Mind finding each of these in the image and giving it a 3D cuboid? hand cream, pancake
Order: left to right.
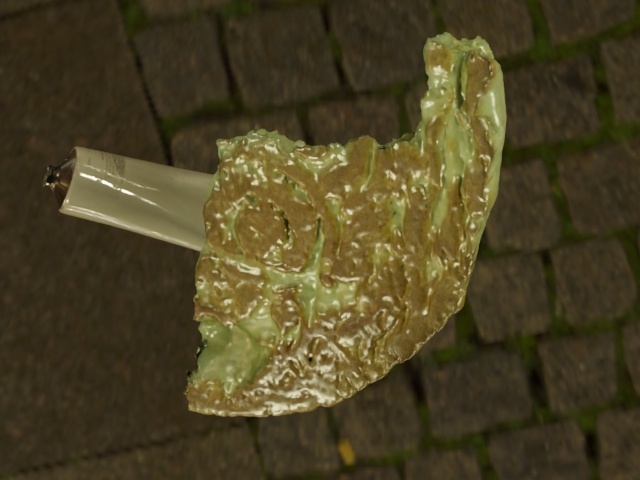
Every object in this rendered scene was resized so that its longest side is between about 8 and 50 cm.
[{"bbox_3d":[-0.135,-0.032,1.517,0.186,0.087,0.054,14,146,-17],"label":"hand cream"},{"bbox_3d":[0.003,-0.001,1.268,0.197,0.054,0.376,49,121,3],"label":"pancake"}]
